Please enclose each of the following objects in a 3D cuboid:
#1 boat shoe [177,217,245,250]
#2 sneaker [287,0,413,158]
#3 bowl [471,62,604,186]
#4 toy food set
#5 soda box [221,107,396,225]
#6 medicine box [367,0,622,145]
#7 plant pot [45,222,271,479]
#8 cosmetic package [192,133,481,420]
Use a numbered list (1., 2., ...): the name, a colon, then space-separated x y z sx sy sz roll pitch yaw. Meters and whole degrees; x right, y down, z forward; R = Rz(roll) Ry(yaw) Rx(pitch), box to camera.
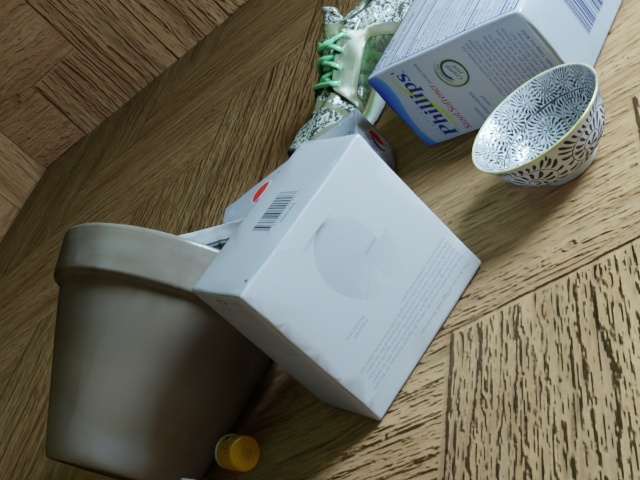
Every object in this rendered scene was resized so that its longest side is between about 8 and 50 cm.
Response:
1. boat shoe: -0.117 0.026 1.409 0.301 0.102 0.108 -12 -6 25
2. sneaker: 0.039 -0.313 1.676 0.158 0.182 0.410 -3 49 58
3. bowl: 0.265 -0.116 1.113 0.170 0.080 0.170 -38 25 21
4. toy food set: -0.140 0.324 1.055 0.104 0.111 0.232 -12 44 52
5. soda box: -0.021 -0.073 1.503 0.286 0.098 0.091 -36 27 24
6. medicine box: 0.249 -0.303 1.351 0.289 0.149 0.264 -16 38 51
7. plant pot: -0.214 0.168 1.248 0.323 0.323 0.281 -10 60 54
8. cosmetic package: 0.022 0.040 1.092 0.224 0.224 0.138 -54 24 -18
